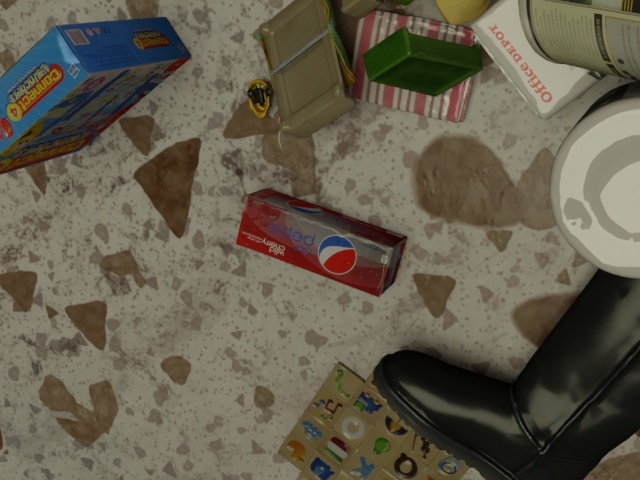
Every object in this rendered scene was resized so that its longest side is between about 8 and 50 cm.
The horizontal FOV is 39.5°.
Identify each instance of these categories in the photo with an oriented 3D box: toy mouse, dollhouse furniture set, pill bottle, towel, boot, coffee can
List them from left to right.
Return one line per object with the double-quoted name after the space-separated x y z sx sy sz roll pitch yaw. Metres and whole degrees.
-0.047 -0.231 1.446 0.143 0.031 0.161 -8 101 24 "toy mouse"
0.063 -0.291 1.343 0.301 0.151 0.197 -25 71 45 "dollhouse furniture set"
0.140 -0.269 1.365 0.197 0.029 0.144 17 109 20 "towel"
0.343 0.156 1.328 0.367 0.146 0.445 36 117 1 "boot"
0.409 -0.094 1.116 0.204 0.361 0.204 6 106 21 "pill bottle"
0.389 -0.270 0.990 0.275 0.202 0.201 30 118 49 "coffee can"

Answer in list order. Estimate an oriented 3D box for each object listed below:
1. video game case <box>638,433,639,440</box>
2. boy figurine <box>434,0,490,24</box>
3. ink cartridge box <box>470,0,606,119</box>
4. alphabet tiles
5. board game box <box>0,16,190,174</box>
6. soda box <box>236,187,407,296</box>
0.560 0.296 1.355 0.122 0.011 0.087 27 112 13 "video game case"
0.263 -0.409 1.196 0.285 0.177 0.092 -40 115 11 "boy figurine"
0.355 -0.306 1.225 0.237 0.100 0.172 -39 88 25 "ink cartridge box"
0.089 0.381 1.568 0.285 0.011 0.342 36 114 9 "alphabet tiles"
-0.405 -0.232 1.438 0.302 0.308 0.086 -33 92 26 "board game box"
0.000 0.000 1.461 0.263 0.083 0.092 20 110 17 "soda box"
